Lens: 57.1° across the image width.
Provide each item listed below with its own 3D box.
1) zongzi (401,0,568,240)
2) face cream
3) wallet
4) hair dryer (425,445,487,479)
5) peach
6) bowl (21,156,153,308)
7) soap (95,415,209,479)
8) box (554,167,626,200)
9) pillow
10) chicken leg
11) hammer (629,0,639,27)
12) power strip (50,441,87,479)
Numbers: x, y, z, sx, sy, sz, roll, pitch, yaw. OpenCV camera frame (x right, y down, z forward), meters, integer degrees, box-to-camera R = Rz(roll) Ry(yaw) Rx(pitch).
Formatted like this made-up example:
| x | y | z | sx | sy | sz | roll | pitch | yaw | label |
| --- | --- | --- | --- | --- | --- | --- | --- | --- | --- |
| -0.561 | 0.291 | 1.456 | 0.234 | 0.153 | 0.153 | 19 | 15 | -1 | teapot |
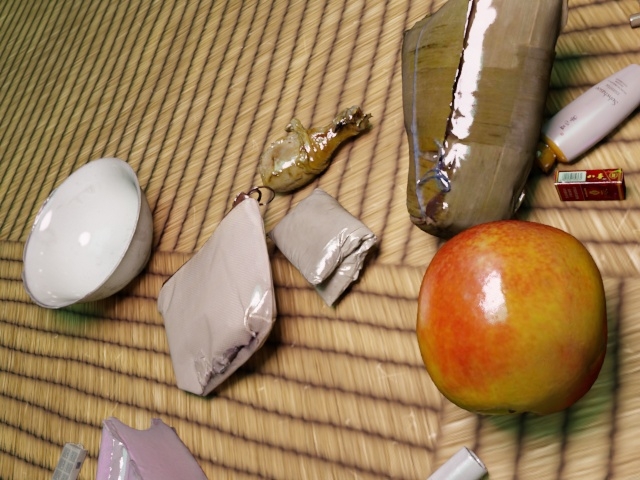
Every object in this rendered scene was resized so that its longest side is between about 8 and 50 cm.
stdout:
| x | y | z | sx | sy | sz | roll | pitch | yaw | label |
| --- | --- | --- | --- | --- | --- | --- | --- | --- | --- |
| 0.184 | -0.186 | 0.907 | 0.393 | 0.174 | 0.357 | -154 | 74 | -71 | zongzi |
| 0.372 | -0.169 | 0.819 | 0.182 | 0.051 | 0.072 | -39 | 53 | 11 | face cream |
| -0.171 | 0.095 | 0.987 | 0.335 | 0.068 | 0.275 | -42 | 47 | 31 | wallet |
| 0.177 | 0.365 | 0.692 | 0.155 | 0.044 | 0.183 | -46 | 57 | 6 | hair dryer |
| 0.221 | 0.088 | 0.680 | 0.230 | 0.231 | 0.231 | -14 | 61 | 26 | peach |
| -0.427 | 0.005 | 1.169 | 0.313 | 0.146 | 0.314 | -13 | 61 | 24 | bowl |
| -0.190 | 0.385 | 0.827 | 0.257 | 0.159 | 0.303 | -17 | 61 | 28 | soap |
| 0.358 | -0.073 | 0.781 | 0.081 | 0.051 | 0.023 | 1 | 69 | 33 | box |
| 0.000 | 0.000 | 0.952 | 0.134 | 0.077 | 0.181 | -49 | 44 | 3 | pillow |
| -0.016 | -0.171 | 1.039 | 0.227 | 0.088 | 0.103 | -39 | 40 | 14 | chicken leg |
| 0.474 | -0.364 | 0.874 | 0.035 | 0.019 | 0.110 | -8 | 61 | 28 | hammer |
| -0.464 | 0.435 | 1.061 | 0.050 | 0.019 | 0.136 | 9 | 72 | 32 | power strip |
